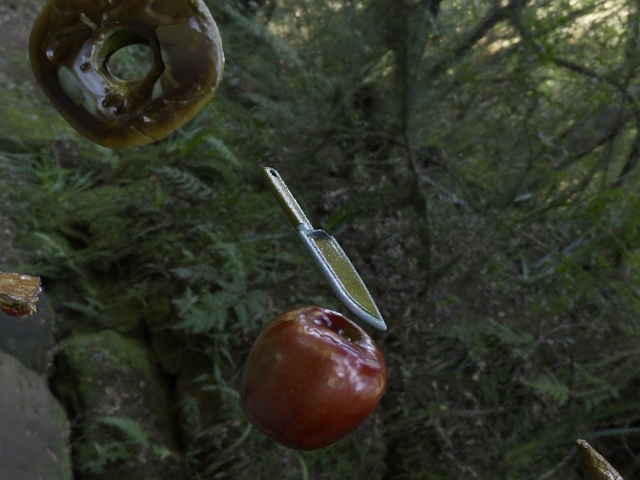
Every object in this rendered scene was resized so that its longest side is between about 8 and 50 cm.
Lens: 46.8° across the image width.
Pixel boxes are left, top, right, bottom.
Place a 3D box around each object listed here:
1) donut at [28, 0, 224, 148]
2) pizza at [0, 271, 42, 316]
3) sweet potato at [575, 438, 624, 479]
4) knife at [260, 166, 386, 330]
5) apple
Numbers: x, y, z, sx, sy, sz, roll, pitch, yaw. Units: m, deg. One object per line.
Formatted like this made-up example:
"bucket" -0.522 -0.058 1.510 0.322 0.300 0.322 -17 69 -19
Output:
"donut" -0.332 -0.316 1.312 0.330 0.330 0.160 62 3 -3
"pizza" -0.366 0.058 0.832 0.099 0.029 0.100 13 11 -24
"sweet potato" 0.304 0.295 0.745 0.060 0.068 0.206 -22 90 -79
"knife" 0.001 0.000 1.033 0.061 0.027 0.343 8 35 -38
"apple" -0.010 0.175 0.933 0.181 0.168 0.181 28 7 -4
